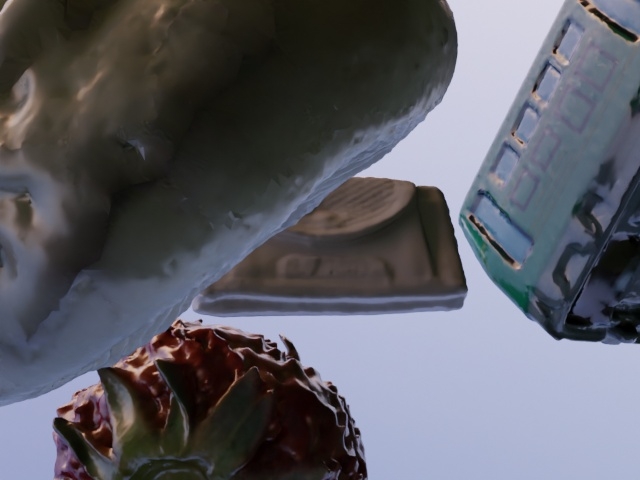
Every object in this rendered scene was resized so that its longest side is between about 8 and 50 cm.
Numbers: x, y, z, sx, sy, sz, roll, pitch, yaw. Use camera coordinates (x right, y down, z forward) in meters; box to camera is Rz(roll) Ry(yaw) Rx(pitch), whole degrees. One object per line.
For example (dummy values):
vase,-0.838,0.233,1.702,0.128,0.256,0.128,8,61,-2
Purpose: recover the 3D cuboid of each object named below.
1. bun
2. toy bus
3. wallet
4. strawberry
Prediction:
bun,-0.066,-0.041,0.450,0.133,0.231,0.231,53,-145,-2
toy bus,0.266,-0.094,1.054,0.183,0.343,0.199,7,-152,-38
wallet,0.000,0.000,0.827,0.183,0.032,0.124,1,-136,-9
strawberry,-0.078,0.189,1.129,0.292,0.292,0.343,42,-164,4
